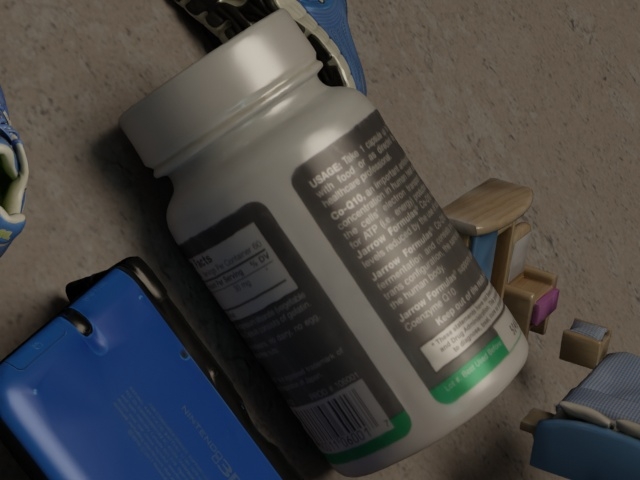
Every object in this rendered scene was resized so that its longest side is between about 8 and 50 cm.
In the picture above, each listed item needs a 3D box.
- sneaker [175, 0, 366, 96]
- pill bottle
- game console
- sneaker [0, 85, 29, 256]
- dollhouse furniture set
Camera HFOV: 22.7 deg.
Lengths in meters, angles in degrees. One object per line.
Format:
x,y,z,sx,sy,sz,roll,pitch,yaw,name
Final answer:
-0.058,-0.240,1.553,0.330,0.129,0.147,63,19,-1,sneaker
0.000,0.000,1.346,0.361,0.204,0.204,57,34,-6,pill bottle
-0.116,0.175,1.112,0.293,0.173,0.250,54,40,-7,game console
-0.251,-0.069,1.184,0.080,0.081,0.211,18,50,-43,sneaker
0.276,0.077,1.511,0.286,0.303,0.198,-30,133,-56,dollhouse furniture set
